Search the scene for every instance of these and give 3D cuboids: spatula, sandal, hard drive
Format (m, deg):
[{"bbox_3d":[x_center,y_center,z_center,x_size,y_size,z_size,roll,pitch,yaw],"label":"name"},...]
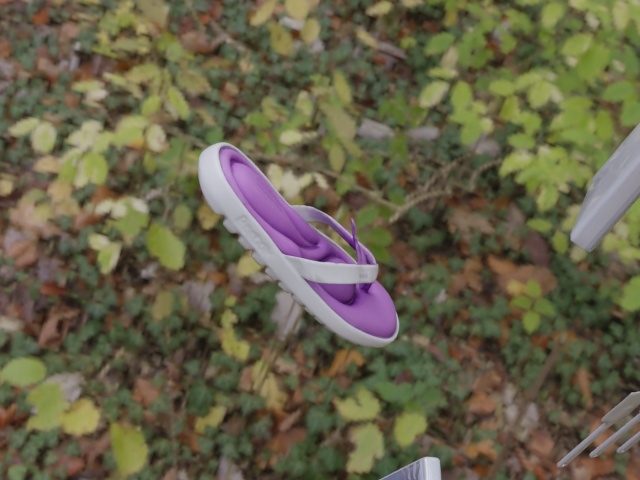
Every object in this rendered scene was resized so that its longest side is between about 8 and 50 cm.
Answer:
[{"bbox_3d":[0.467,0.278,1.667,0.168,0.242,0.019,-6,57,-27],"label":"spatula"},{"bbox_3d":[0.002,0.011,1.481,0.416,0.102,0.169,40,29,-37],"label":"sandal"},{"bbox_3d":[0.525,-0.162,1.729,0.047,0.353,0.233,35,38,2],"label":"hard drive"}]

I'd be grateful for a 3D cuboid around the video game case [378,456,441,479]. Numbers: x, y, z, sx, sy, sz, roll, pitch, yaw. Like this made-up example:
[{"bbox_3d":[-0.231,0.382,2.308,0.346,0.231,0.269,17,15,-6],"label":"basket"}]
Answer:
[{"bbox_3d":[0.086,0.358,1.227,0.023,0.183,0.201,10,62,-21],"label":"video game case"}]
